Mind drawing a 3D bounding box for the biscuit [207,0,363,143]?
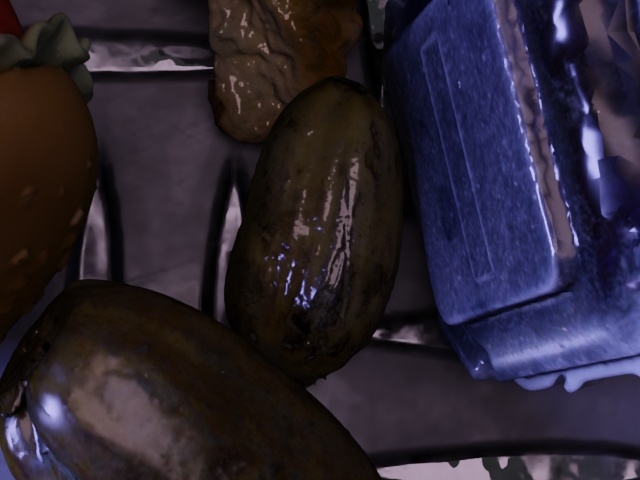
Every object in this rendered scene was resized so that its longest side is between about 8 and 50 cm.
[{"bbox_3d":[-0.026,-0.152,0.694,0.118,0.061,0.183,-34,115,-25],"label":"biscuit"}]

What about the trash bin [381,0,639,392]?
[{"bbox_3d":[0.245,-0.076,0.644,0.367,0.296,0.256,-10,80,-16],"label":"trash bin"}]

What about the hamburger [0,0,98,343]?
[{"bbox_3d":[-0.226,-0.025,0.567,0.274,0.274,0.212,-44,86,-13],"label":"hamburger"}]

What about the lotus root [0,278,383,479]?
[{"bbox_3d":[-0.057,0.116,0.627,0.241,0.124,0.123,41,54,-17],"label":"lotus root"}]

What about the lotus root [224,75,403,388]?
[{"bbox_3d":[0.000,0.000,0.684,0.089,0.080,0.179,14,89,14],"label":"lotus root"}]
